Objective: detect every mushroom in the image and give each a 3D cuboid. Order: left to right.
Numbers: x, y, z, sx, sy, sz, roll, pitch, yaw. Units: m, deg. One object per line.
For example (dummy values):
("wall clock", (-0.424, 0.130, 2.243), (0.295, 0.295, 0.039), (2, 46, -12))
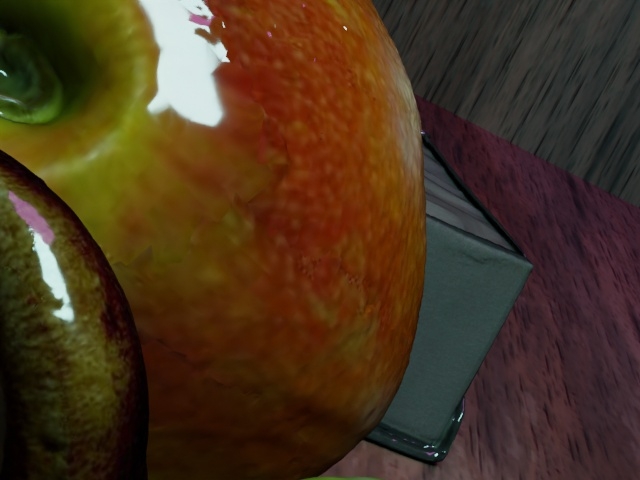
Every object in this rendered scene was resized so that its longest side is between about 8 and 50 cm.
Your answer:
("mushroom", (-0.157, 0.090, 0.612), (0.148, 0.227, 0.217), (7, 19, 43))

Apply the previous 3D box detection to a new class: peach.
("peach", (-0.107, -0.036, 0.882), (0.373, 0.289, 0.372), (26, -5, 2))

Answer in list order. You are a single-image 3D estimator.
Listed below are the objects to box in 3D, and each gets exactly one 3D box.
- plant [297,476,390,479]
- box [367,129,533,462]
("plant", (-0.106, 0.146, 0.452), (0.334, 0.251, 0.180), (6, 54, -29))
("box", (0.000, 0.000, 1.279), (0.188, 0.153, 0.252), (22, 16, -19))
